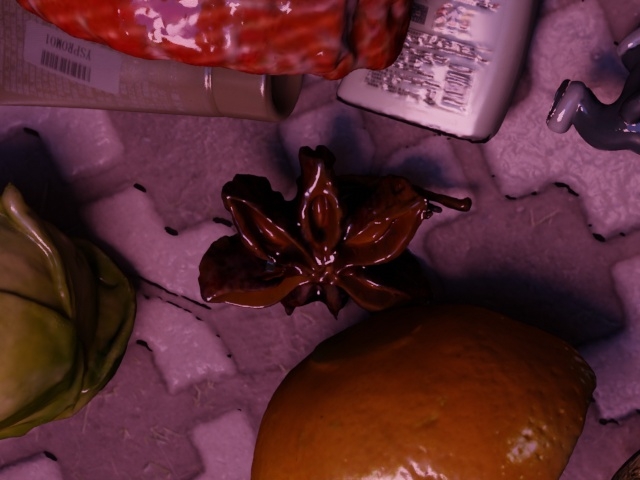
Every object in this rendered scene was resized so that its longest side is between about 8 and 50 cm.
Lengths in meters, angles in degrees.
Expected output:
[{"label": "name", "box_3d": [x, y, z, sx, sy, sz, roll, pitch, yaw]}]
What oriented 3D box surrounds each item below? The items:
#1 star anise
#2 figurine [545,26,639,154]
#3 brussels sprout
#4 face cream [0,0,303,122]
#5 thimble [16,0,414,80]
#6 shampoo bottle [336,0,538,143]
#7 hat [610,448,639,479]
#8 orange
[{"label": "star anise", "box_3d": [0.000, 0.000, 1.475, 0.220, 0.126, 0.190, 16, 116, -20]}, {"label": "figurine", "box_3d": [0.330, -0.109, 1.328, 0.265, 0.140, 0.193, 15, 97, -4]}, {"label": "brussels sprout", "box_3d": [-0.320, 0.076, 1.515, 0.294, 0.259, 0.227, -24, 65, -9]}, {"label": "face cream", "box_3d": [-0.185, -0.171, 1.494, 0.341, 0.084, 0.137, 9, 110, 22]}, {"label": "thimble", "box_3d": [-0.085, -0.271, 1.280, 0.350, 0.350, 0.231, 15, 110, 11]}, {"label": "shampoo bottle", "box_3d": [0.119, -0.233, 1.379, 0.153, 0.071, 0.284, 20, 112, 12]}, {"label": "hat", "box_3d": [0.300, 0.247, 1.507, 0.146, 0.067, 0.146, -5, 102, -25]}, {"label": "orange", "box_3d": [0.077, 0.171, 1.420, 0.334, 0.262, 0.196, -11, 122, 30]}]
